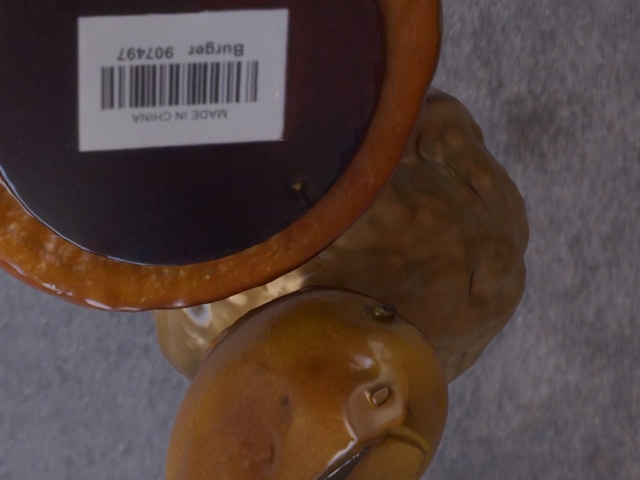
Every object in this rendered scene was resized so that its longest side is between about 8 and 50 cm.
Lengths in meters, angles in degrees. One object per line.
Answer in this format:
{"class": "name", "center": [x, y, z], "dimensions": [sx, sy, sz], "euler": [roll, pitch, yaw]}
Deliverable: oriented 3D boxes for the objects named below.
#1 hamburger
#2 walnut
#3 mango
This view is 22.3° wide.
{"class": "hamburger", "center": [-0.102, -0.139, 0.977], "dimensions": [0.330, 0.250, 0.329], "euler": [-8, 115, -17]}
{"class": "walnut", "center": [-0.002, 0.002, 1.342], "dimensions": [0.306, 0.344, 0.306], "euler": [8, 102, 42]}
{"class": "mango", "center": [-0.019, 0.128, 1.093], "dimensions": [0.136, 0.166, 0.236], "euler": [16, 127, -45]}
